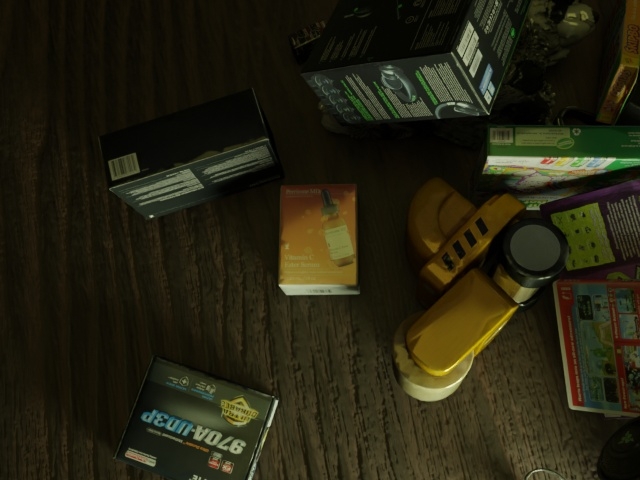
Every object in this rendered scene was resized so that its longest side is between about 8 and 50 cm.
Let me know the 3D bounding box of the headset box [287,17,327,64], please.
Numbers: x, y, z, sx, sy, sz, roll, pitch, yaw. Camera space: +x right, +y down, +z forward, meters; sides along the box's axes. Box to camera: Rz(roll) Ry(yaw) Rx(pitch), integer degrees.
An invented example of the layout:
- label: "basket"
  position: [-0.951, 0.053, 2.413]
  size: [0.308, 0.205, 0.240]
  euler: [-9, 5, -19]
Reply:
- label: "headset box"
  position: [-0.013, -0.361, 1.300]
  size: [0.083, 0.062, 0.032]
  euler: [-25, 76, -2]

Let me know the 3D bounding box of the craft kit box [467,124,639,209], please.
- label: "craft kit box"
  position: [0.365, -0.106, 1.106]
  size: [0.249, 0.246, 0.061]
  euler: [1, 78, 6]

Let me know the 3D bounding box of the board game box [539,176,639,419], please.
- label: "board game box"
  position: [0.467, 0.086, 1.046]
  size: [0.056, 0.208, 0.347]
  euler: [-16, 90, -41]

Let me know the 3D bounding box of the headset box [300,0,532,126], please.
- label: "headset box"
  position: [0.136, -0.309, 1.075]
  size: [0.283, 0.131, 0.246]
  euler: [2, 59, 40]

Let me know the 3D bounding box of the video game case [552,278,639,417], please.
- label: "video game case"
  position: [0.476, 0.154, 1.008]
  size: [0.285, 0.025, 0.204]
  euler: [-3, 100, 43]

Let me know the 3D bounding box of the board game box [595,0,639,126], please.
- label: "board game box"
  position: [0.488, -0.308, 1.166]
  size: [0.039, 0.124, 0.260]
  euler: [11, 57, 8]

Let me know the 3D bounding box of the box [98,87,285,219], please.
- label: "box"
  position: [-0.207, -0.138, 1.201]
  size: [0.261, 0.184, 0.103]
  euler: [-17, 73, 1]

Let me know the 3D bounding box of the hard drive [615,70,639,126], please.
- label: "hard drive"
  position: [0.675, -0.201, 1.157]
  size: [0.338, 0.064, 0.237]
  euler: [28, 60, 12]

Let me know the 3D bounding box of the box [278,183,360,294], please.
- label: "box"
  position: [0.000, 0.000, 1.194]
  size: [0.130, 0.091, 0.171]
  euler: [-1, 76, 5]

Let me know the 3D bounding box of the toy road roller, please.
- label: "toy road roller"
  position: [0.195, 0.059, 1.106]
  size: [0.329, 0.202, 0.240]
  euler: [-44, 72, -11]

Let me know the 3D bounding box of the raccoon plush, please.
- label: "raccoon plush"
  position: [0.227, -0.337, 1.209]
  size: [0.446, 0.216, 0.299]
  euler: [7, 69, 7]

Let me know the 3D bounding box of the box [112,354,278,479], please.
- label: "box"
  position: [-0.198, 0.302, 1.159]
  size: [0.220, 0.051, 0.175]
  euler: [18, 78, 9]

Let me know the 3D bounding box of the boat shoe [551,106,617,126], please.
- label: "boat shoe"
  position: [0.495, -0.153, 1.193]
  size: [0.233, 0.079, 0.084]
  euler: [28, 79, 10]

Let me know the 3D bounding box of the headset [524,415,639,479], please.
- label: "headset"
  position: [0.460, 0.373, 0.983]
  size: [0.394, 0.185, 0.243]
  euler: [-12, 112, 32]
